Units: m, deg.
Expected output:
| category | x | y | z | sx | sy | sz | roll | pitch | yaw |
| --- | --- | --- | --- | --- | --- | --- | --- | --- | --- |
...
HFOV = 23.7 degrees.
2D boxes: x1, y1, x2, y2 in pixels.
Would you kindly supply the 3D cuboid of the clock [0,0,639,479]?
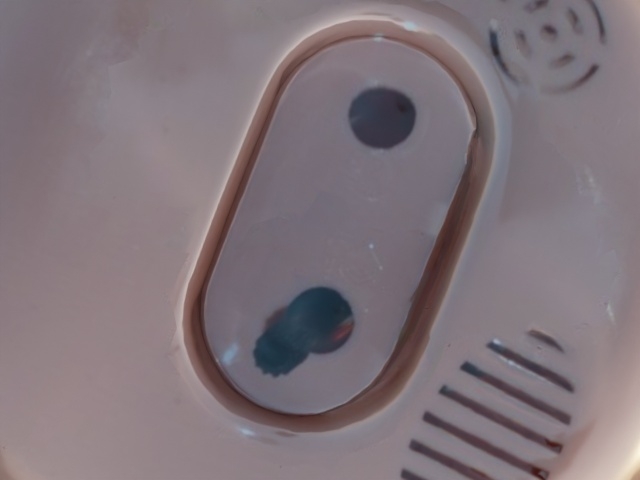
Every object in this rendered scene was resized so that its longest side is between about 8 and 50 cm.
| category | x | y | z | sx | sy | sz | roll | pitch | yaw |
| --- | --- | --- | --- | --- | --- | --- | --- | --- | --- |
| clock | 0.000 | 0.000 | 0.400 | 0.241 | 0.142 | 0.227 | 22 | 92 | -5 |
